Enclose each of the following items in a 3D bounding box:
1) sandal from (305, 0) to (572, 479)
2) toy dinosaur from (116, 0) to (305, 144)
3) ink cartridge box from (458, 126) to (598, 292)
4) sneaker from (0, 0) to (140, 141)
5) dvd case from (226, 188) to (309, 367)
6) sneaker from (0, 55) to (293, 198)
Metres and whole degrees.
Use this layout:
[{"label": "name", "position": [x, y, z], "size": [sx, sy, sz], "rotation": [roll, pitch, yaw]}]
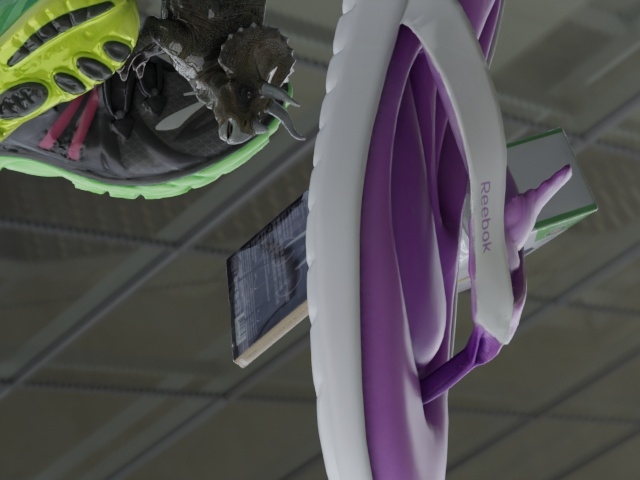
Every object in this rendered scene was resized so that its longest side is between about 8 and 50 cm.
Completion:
[{"label": "sandal", "position": [0.071, -0.050, 0.849], "size": [0.169, 0.102, 0.416], "rotation": [47, -134, -58]}, {"label": "toy dinosaur", "position": [-0.105, -0.222, 1.484], "size": [0.121, 0.160, 0.313], "rotation": [34, -133, -79]}, {"label": "ink cartridge box", "position": [0.134, -0.011, 1.611], "size": [0.154, 0.212, 0.093], "rotation": [-18, -100, -32]}, {"label": "sneaker", "position": [-0.278, -0.139, 1.399], "size": [0.123, 0.296, 0.109], "rotation": [-93, -22, -61]}, {"label": "dvd case", "position": [0.000, 0.000, 1.544], "size": [0.018, 0.221, 0.164], "rotation": [40, -159, -26]}, {"label": "sneaker", "position": [-0.275, -0.177, 2.006], "size": [0.185, 0.483, 0.202], "rotation": [-79, -11, -45]}]
